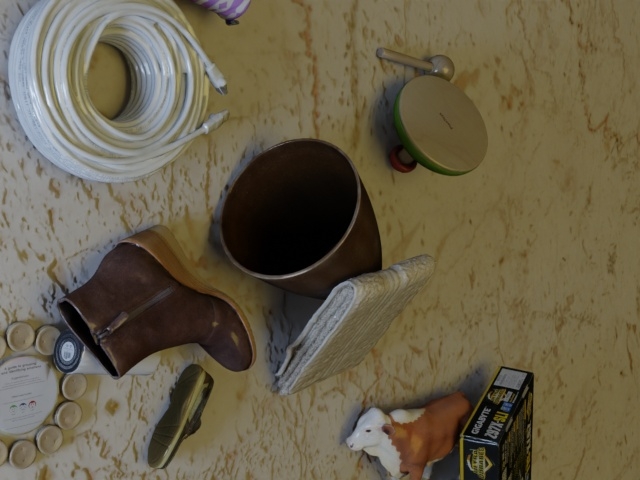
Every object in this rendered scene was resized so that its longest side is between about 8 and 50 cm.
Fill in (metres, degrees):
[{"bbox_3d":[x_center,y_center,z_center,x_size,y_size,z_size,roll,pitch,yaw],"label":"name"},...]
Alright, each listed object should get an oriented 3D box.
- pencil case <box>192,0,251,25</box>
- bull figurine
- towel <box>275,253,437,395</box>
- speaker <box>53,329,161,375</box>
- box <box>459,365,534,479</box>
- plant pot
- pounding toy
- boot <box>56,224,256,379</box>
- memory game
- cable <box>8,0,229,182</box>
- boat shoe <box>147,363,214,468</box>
[{"bbox_3d":[-0.176,-0.357,1.215,0.206,0.088,0.086,19,88,-46],"label":"pencil case"},{"bbox_3d":[0.172,0.364,1.659,0.310,0.101,0.188,-8,104,-44],"label":"bull figurine"},{"bbox_3d":[0.047,0.127,1.420,0.187,0.049,0.282,-18,152,-43],"label":"towel"},{"bbox_3d":[-0.268,0.144,1.197,0.136,0.055,0.055,12,86,-54],"label":"speaker"},{"bbox_3d":[0.336,0.442,1.775,0.257,0.079,0.322,-44,135,-57],"label":"box"},{"bbox_3d":[0.000,0.000,1.383,0.230,0.215,0.215,46,62,-55],"label":"plant pot"},{"bbox_3d":[0.172,-0.199,1.605,0.183,0.110,0.237,-4,68,-35],"label":"pounding toy"},{"bbox_3d":[-0.205,0.119,1.210,0.248,0.090,0.207,54,40,-12],"label":"boot"},{"bbox_3d":[-0.366,0.189,1.144,0.186,0.012,0.186,-8,101,-45],"label":"memory game"},{"bbox_3d":[-0.254,-0.200,1.157,0.257,0.089,0.257,-45,124,-32],"label":"cable"},{"bbox_3d":[-0.188,0.249,1.304,0.049,0.056,0.152,38,68,-36],"label":"boat shoe"}]
